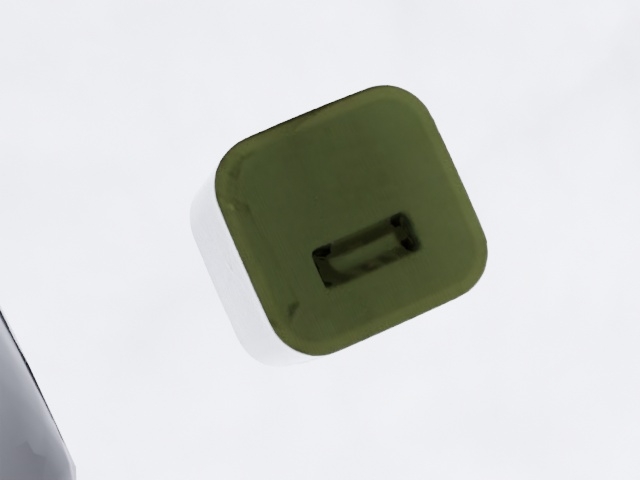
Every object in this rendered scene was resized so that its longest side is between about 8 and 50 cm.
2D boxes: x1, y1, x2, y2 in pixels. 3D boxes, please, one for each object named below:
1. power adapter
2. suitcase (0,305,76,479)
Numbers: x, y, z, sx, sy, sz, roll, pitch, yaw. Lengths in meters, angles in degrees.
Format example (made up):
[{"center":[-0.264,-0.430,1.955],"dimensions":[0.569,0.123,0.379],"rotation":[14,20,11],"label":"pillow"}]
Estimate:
[{"center":[0.000,0.000,0.980],"dimensions":[0.130,0.205,0.125],"rotation":[-24,-92,-11],"label":"power adapter"},{"center":[-0.247,0.003,0.366],"dimensions":[0.339,0.188,0.345],"rotation":[-36,-117,7],"label":"suitcase"}]
